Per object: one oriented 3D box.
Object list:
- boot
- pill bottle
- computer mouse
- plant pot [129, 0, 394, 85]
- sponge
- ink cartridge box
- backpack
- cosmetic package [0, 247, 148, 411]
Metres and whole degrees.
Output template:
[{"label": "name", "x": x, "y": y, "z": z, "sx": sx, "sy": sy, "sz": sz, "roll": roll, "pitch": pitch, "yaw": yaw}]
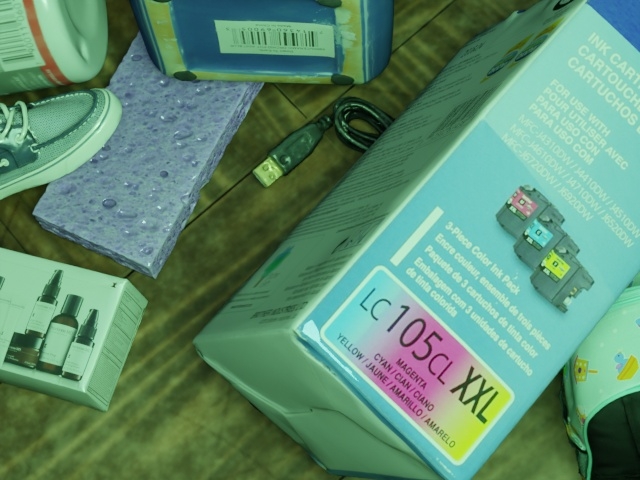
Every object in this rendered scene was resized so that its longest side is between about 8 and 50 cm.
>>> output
[{"label": "boot", "x": -0.260, "y": -0.085, "z": 1.312, "sx": 0.190, "sy": 0.086, "sz": 0.069, "roll": -27, "pitch": 48, "yaw": 14}, {"label": "pill bottle", "x": -0.336, "y": -0.191, "z": 1.357, "sx": 0.283, "sy": 0.161, "sz": 0.161, "roll": -8, "pitch": 66, "yaw": 10}, {"label": "computer mouse", "x": 0.000, "y": 0.000, "z": 1.253, "sx": 0.184, "sy": 0.060, "sz": 0.262, "roll": 38, "pitch": 80, "yaw": 23}, {"label": "plant pot", "x": -0.040, "y": -0.249, "z": 1.258, "sx": 0.236, "sy": 0.236, "sz": 0.212, "roll": 2, "pitch": 70, "yaw": 3}, {"label": "sponge", "x": -0.138, "y": -0.083, "z": 1.337, "sx": 0.117, "sy": 0.031, "sz": 0.210, "roll": 22, "pitch": 73, "yaw": 20}, {"label": "ink cartridge box", "x": 0.119, "y": -0.029, "z": 1.096, "sx": 0.151, "sy": 0.270, "sz": 0.395, "roll": 43, "pitch": 74, "yaw": -10}, {"label": "backpack", "x": 0.242, "y": 0.088, "z": 1.089, "sx": 0.166, "sy": 0.188, "sz": 0.144, "roll": -11, "pitch": 66, "yaw": 9}, {"label": "cosmetic package", "x": -0.268, "y": 0.055, "z": 1.292, "sx": 0.239, "sy": 0.060, "sz": 0.099, "roll": 13, "pitch": 70, "yaw": 18}]
